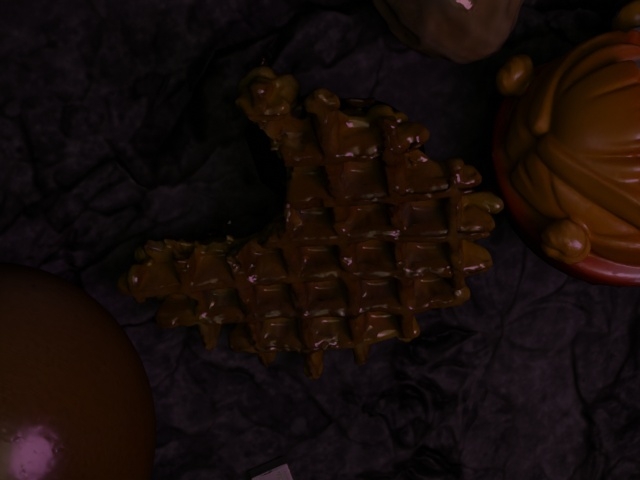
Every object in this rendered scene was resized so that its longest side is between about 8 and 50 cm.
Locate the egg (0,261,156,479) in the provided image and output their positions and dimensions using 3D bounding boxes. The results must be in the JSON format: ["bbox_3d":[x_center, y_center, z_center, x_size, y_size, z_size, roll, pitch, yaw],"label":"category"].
[{"bbox_3d":[-0.255,0.172,0.748,0.250,0.250,0.322,15,103,-18],"label":"egg"}]

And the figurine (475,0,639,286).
[{"bbox_3d":[0.283,-0.066,0.864,0.323,0.196,0.320,1,61,-23],"label":"figurine"}]

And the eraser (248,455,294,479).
[{"bbox_3d":[-0.036,0.246,0.949,0.038,0.019,0.083,-22,109,-11],"label":"eraser"}]

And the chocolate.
[{"bbox_3d":[0.014,-0.057,0.854,0.149,0.080,0.125,5,102,-18],"label":"chocolate"}]

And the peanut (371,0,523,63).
[{"bbox_3d":[0.064,-0.279,0.774,0.152,0.152,0.313,-29,112,-6],"label":"peanut"}]

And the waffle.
[{"bbox_3d":[0.000,0.000,0.809,0.260,0.069,0.293,25,132,-22],"label":"waffle"}]
